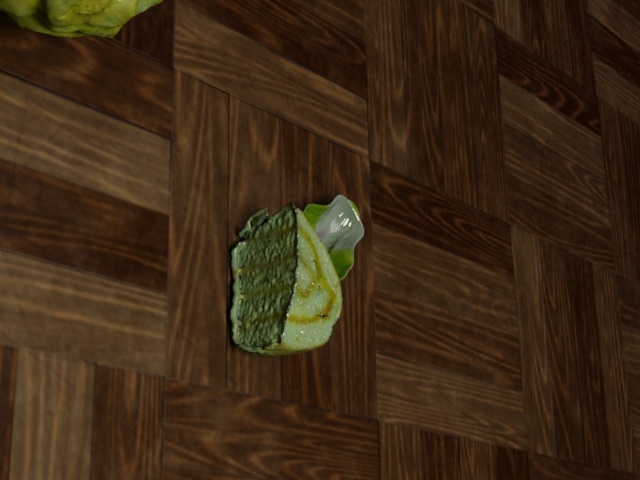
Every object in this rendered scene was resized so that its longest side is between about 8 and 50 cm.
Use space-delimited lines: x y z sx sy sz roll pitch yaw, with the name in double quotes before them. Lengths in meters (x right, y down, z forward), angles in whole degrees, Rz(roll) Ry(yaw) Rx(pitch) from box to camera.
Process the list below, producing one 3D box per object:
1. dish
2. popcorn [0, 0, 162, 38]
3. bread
"dish" 0.000 0.000 1.309 0.091 0.039 0.137 57 39 -12
"popcorn" -0.216 -0.288 1.017 0.242 0.235 0.250 19 68 1
"bread" -0.026 0.050 1.205 0.110 0.103 0.156 19 69 -40
